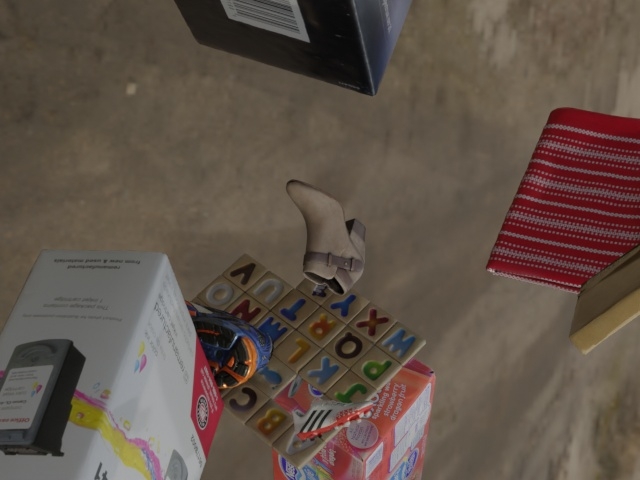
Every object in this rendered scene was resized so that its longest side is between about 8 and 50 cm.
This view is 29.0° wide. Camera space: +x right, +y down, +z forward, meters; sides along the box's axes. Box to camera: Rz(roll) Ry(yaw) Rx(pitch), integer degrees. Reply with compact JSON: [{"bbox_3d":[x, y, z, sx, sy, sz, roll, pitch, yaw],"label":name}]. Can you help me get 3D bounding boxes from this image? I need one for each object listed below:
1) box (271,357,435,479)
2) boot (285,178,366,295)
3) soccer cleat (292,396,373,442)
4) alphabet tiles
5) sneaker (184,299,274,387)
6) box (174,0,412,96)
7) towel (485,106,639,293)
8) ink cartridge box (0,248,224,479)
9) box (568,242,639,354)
[{"bbox_3d":[0.038,0.254,1.550,0.154,0.142,0.300,-46,156,-27],"label":"box"},{"bbox_3d":[0.000,0.000,1.312,0.042,0.118,0.087,-32,-150,55],"label":"boot"},{"bbox_3d":[0.010,0.157,1.134,0.029,0.083,0.035,3,64,-60],"label":"soccer cleat"},{"bbox_3d":[-0.040,0.110,1.335,0.198,0.237,0.009,-43,149,-23],"label":"alphabet tiles"},{"bbox_3d":[-0.144,0.099,1.305,0.087,0.221,0.083,-2,110,-58],"label":"sneaker"},{"bbox_3d":[0.004,-0.315,0.961,0.296,0.183,0.294,63,47,-75],"label":"box"},{"bbox_3d":[0.340,-0.052,1.537,0.275,0.199,0.031,-63,152,-30],"label":"towel"},{"bbox_3d":[-0.199,0.189,1.043,0.226,0.131,0.306,76,20,-44],"label":"ink cartridge box"},{"bbox_3d":[0.282,0.004,0.958,0.021,0.201,0.164,51,20,0],"label":"box"}]
